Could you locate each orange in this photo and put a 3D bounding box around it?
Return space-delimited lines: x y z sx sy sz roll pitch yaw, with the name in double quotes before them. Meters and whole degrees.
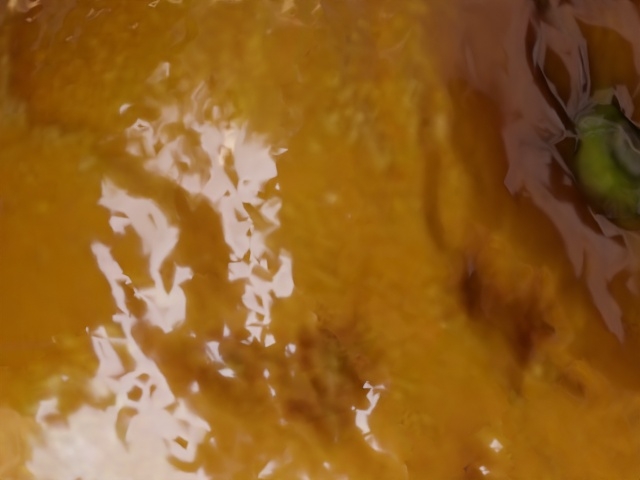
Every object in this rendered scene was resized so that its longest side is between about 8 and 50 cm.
"orange" 0.000 0.000 0.569 0.261 0.261 0.261 30 139 30
